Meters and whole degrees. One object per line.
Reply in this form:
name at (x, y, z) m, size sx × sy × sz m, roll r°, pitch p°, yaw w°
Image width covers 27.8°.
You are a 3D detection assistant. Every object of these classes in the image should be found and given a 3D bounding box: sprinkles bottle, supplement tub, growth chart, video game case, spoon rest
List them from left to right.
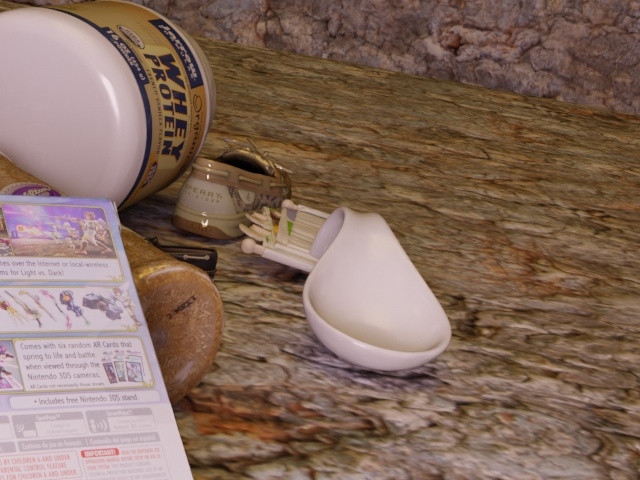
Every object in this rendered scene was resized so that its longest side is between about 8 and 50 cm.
video game case at (-0.211, 0.086, 0.677) m, size 0.269 × 0.061 × 0.244 m, roll 2°, pitch 55°, yaw -35°
sprinkles bottle at (-0.227, 0.016, 1.047) m, size 0.121 × 0.121 × 0.355 m, roll -3°, pitch 21°, yaw -44°
supplement tub at (-0.250, -0.142, 1.396) m, size 0.228 × 0.228 × 0.316 m, roll 15°, pitch 16°, yaw 10°
growth chart at (0.000, 0.000, 1.430) m, size 0.172 × 0.021 × 0.237 m, roll 21°, pitch 16°, yaw 3°
spoon rest at (0.040, 0.037, 1.207) m, size 0.137 × 0.084 × 0.276 m, roll 10°, pitch 21°, yaw -13°

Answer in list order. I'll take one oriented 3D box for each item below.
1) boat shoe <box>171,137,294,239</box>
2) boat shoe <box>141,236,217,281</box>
boat shoe at (-0.091, -0.071, 1.525) m, size 0.104 × 0.089 × 0.285 m, roll 14°, pitch 15°, yaw 8°
boat shoe at (-0.162, 0.015, 1.258) m, size 0.125 × 0.038 × 0.046 m, roll 13°, pitch 15°, yaw 3°
